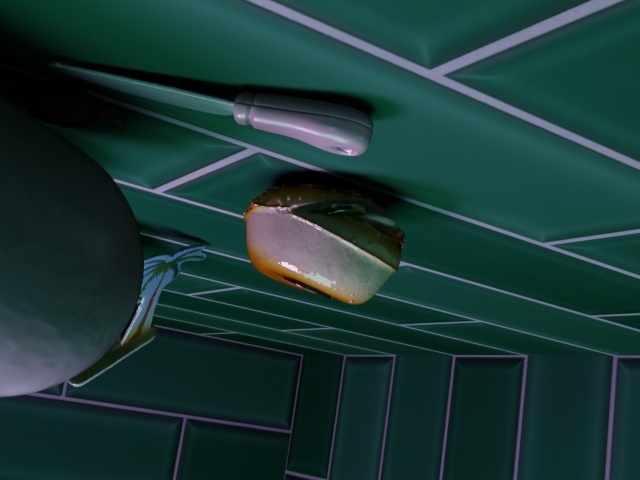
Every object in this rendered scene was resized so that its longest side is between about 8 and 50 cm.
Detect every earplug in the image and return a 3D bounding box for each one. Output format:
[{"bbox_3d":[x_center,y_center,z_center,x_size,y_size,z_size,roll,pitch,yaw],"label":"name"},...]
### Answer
[{"bbox_3d":[-0.380,-0.006,0.900,0.312,0.313,0.394,-1,156,36],"label":"earplug"}]

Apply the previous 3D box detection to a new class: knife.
[{"bbox_3d":[-0.110,-0.145,0.886,0.336,0.043,0.081,14,174,3],"label":"knife"}]

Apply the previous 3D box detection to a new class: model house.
[{"bbox_3d":[-0.433,0.026,1.644,0.300,0.340,0.324,45,153,24],"label":"model house"}]

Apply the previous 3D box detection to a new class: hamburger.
[{"bbox_3d":[0.002,0.001,1.179,0.237,0.147,0.237,20,172,3],"label":"hamburger"}]

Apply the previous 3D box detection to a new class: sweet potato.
[{"bbox_3d":[-0.265,-0.140,0.923,0.117,0.049,0.049,15,170,17],"label":"sweet potato"}]
